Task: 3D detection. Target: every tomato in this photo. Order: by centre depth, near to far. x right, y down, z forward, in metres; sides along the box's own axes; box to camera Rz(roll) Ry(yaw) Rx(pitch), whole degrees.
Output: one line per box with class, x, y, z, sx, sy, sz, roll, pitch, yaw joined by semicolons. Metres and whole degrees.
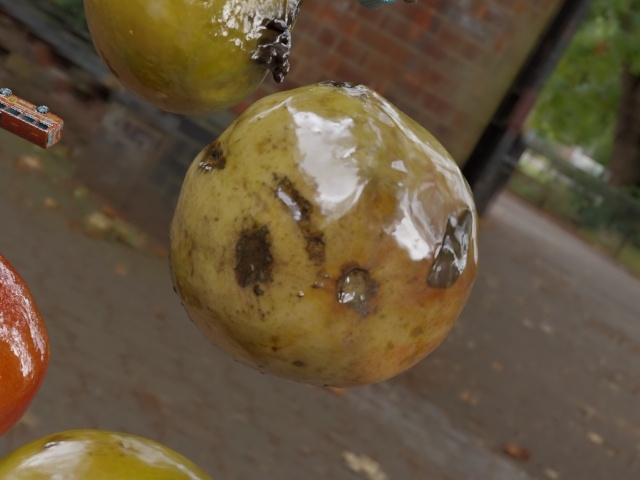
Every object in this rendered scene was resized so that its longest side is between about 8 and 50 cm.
tomato;-0.392;0.090;1.757;0.259;0.260;0.180;33;50;29

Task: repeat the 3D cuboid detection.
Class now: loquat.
loquat;-0.125;-0.240;1.733;0.244;0.244;0.244;29;6;-4

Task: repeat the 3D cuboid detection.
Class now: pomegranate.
pomegranate;0.000;0.000;1.528;0.281;0.281;0.281;29;6;-4

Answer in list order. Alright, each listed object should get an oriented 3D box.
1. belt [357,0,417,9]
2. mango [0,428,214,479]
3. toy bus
belt;0.070;-0.359;1.965;0.100;0.179;0.065;-14;6;-36
mango;-0.195;0.330;1.391;0.300;0.232;0.446;-7;29;-4
toy bus;-0.345;-0.141;1.934;0.110;0.031;0.043;25;38;14
